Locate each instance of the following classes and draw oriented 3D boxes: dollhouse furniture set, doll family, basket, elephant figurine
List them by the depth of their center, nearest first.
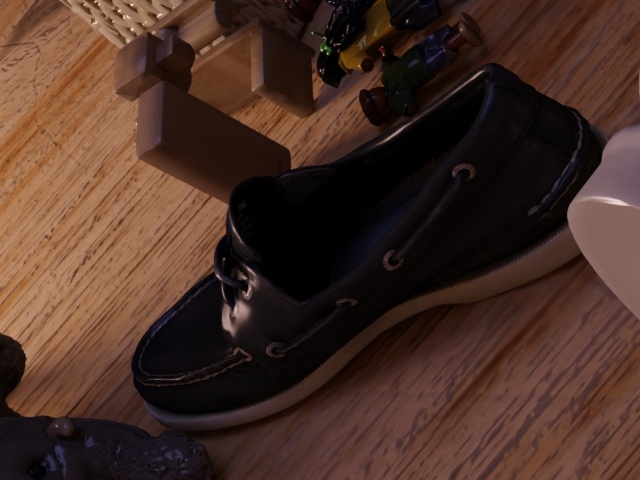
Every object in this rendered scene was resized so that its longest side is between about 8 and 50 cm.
[{"bbox_3d":[-0.210,0.148,0.986,0.239,0.169,0.186,39,115,44],"label":"elephant figurine"},{"bbox_3d":[0.036,-0.152,1.097,0.111,0.076,0.193,-40,26,20],"label":"doll family"},{"bbox_3d":[-0.095,-0.075,1.120,0.123,0.144,0.151,-29,49,36],"label":"dollhouse furniture set"},{"bbox_3d":[-0.099,-0.190,1.214,0.113,0.167,0.103,-14,50,43],"label":"basket"}]

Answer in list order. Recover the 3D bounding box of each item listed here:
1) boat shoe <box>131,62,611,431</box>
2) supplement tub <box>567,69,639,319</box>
[{"bbox_3d":[0.000,0.003,0.914,0.340,0.113,0.127,-24,39,34],"label":"boat shoe"},{"bbox_3d":[0.258,-0.073,0.573,0.316,0.228,0.228,-51,31,-6],"label":"supplement tub"}]
